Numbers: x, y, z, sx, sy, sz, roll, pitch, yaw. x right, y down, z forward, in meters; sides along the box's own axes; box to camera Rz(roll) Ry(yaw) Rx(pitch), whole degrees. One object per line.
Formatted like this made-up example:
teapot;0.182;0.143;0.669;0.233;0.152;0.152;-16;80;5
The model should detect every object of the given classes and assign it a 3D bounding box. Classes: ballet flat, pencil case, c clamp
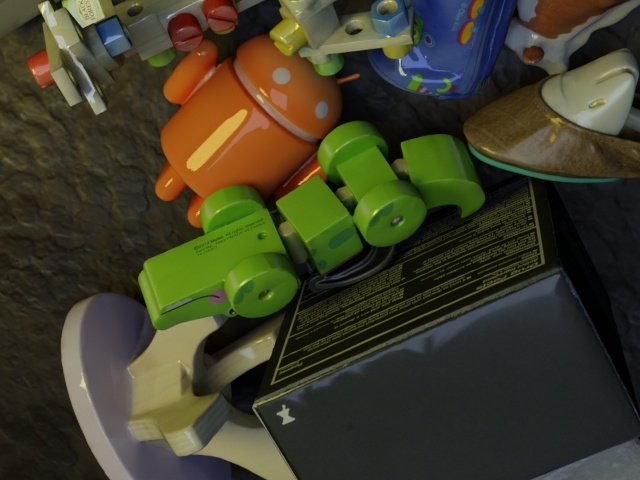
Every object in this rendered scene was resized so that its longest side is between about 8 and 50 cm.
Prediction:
ballet flat;0.311;-0.109;1.169;0.342;0.116;0.124;12;132;-1
pencil case;0.134;-0.260;1.095;0.119;0.133;0.306;-6;138;-23
c clamp;0.000;0.000;1.253;0.137;0.161;0.022;-29;132;-6

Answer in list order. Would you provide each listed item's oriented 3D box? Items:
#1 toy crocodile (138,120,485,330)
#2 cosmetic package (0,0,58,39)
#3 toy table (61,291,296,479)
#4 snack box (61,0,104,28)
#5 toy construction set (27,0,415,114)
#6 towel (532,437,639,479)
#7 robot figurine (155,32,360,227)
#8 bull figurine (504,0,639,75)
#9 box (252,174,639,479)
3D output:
toy crocodile;-0.008;-0.009;1.176;0.340;0.115;0.105;-27;142;-5
cosmetic package;-0.258;-0.319;1.150;0.296;0.129;0.153;-30;80;15
toy table;-0.126;0.158;1.280;0.161;0.252;0.274;-22;115;31
snack box;-0.182;-0.244;1.236;0.141;0.037;0.100;-15;106;11
toy construction set;-0.098;-0.202;1.106;0.327;0.215;0.151;-17;143;-10
towel;0.210;0.265;1.363;0.282;0.049;0.187;-39;102;16
robot figurine;-0.069;-0.113;1.220;0.219;0.128;0.158;-44;67;18
bull figurine;0.265;-0.290;1.134;0.188;0.101;0.310;-1;115;0
box;0.120;0.104;1.186;0.296;0.294;0.183;-25;104;15
